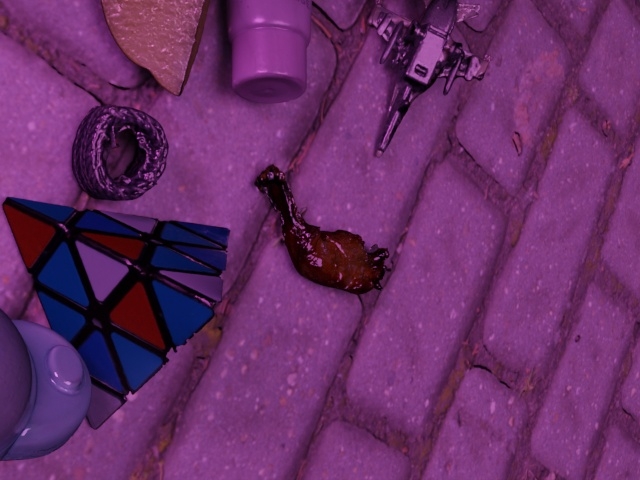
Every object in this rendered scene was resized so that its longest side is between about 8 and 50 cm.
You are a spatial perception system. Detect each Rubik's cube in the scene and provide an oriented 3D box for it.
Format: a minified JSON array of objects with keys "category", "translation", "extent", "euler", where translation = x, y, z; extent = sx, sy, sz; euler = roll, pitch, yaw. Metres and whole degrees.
[{"category":"Rubik's cube","translation":[-0.246,0.095,0.909],"extent":[0.250,0.284,0.234],"euler":[17,104,-13]}]

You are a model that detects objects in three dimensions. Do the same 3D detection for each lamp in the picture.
[{"category":"lamp","translation":[-0.342,0.128,0.762],"extent":[0.284,0.147,0.209],"euler":[31,30,-51]}]

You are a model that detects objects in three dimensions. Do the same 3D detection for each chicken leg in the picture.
[{"category":"chicken leg","translation":[0.000,0.000,1.115],"extent":[0.253,0.051,0.106],"euler":[41,62,-32]}]

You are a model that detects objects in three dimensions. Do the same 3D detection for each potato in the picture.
[{"category":"potato","translation":[-0.194,-0.252,0.950],"extent":[0.120,0.081,0.149],"euler":[15,101,-8]}]

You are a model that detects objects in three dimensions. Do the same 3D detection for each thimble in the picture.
[{"category":"thimble","translation":[-0.221,-0.096,0.923],"extent":[0.095,0.066,0.104],"euler":[1,95,-38]}]

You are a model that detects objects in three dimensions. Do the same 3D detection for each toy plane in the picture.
[{"category":"toy plane","translation":[0.138,-0.240,1.190],"extent":[0.192,0.088,0.262],"euler":[23,79,-9]}]

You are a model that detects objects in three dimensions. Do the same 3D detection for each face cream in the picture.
[{"category":"face cream","translation":[-0.063,-0.311,1.035],"extent":[0.154,0.096,0.274],"euler":[7,74,-36]}]
